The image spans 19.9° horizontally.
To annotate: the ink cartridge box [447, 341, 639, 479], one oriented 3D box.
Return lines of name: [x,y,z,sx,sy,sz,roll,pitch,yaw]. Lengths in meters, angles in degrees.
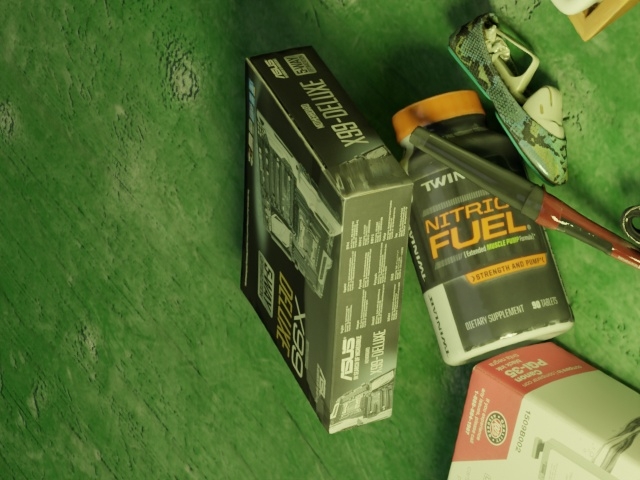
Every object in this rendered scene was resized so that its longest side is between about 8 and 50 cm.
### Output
ink cartridge box: [0.255,0.248,1.643,0.283,0.117,0.207,31,120,41]

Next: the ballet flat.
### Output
ballet flat: [0.187,-0.138,1.697,0.188,0.070,0.070,56,133,21]

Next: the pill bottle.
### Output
pill bottle: [0.142,-0.015,1.714,0.130,0.130,0.246,-27,77,47]

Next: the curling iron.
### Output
curling iron: [0.206,-0.042,1.629,0.274,0.035,0.068,24,104,14]

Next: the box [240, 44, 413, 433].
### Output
box: [0.000,0.000,1.813,0.242,0.076,0.307,-123,27,-44]

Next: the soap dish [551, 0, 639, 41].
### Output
soap dish: [0.241,-0.353,1.554,0.229,0.118,0.291,-46,63,42]
